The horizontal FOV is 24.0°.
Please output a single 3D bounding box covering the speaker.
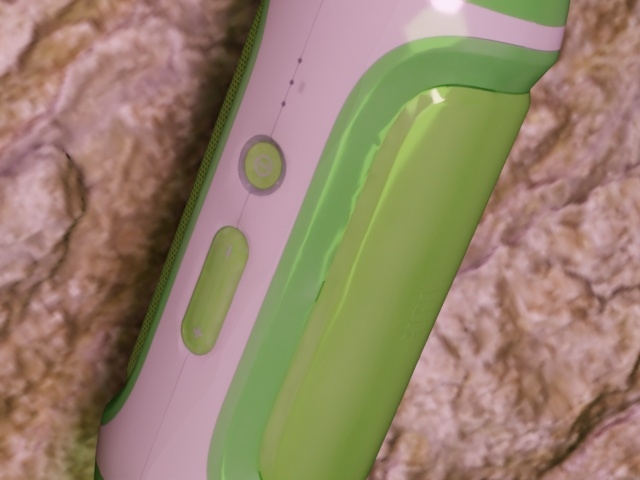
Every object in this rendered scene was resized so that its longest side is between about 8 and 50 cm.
[{"bbox_3d":[0.000,0.000,0.643,0.131,0.131,0.296,14,109,-24],"label":"speaker"}]
